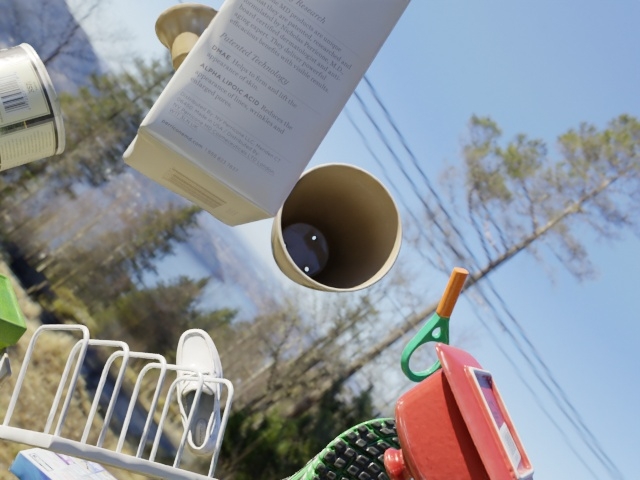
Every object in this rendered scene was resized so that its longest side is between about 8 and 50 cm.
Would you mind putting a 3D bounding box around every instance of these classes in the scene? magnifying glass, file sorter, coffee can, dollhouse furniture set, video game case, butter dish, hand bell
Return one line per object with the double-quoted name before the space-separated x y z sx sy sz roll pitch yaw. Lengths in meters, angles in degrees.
"magnifying glass" 0.211 0.155 1.614 0.092 0.231 0.026 9 23 -29
"file sorter" -0.294 0.249 1.328 0.277 0.173 0.193 28 -21 -36
"coffee can" -0.600 -0.201 1.508 0.201 0.275 0.202 41 -38 42
"dollhouse furniture set" -0.266 0.090 0.620 0.076 0.152 0.058 35 15 -44
"video game case" -0.595 0.610 2.209 0.269 0.061 0.244 35 3 15
"butter dish" 0.113 0.186 0.808 0.160 0.118 0.160 67 14 17
"hand bell" -0.210 -0.254 1.460 0.126 0.126 0.242 58 24 -58

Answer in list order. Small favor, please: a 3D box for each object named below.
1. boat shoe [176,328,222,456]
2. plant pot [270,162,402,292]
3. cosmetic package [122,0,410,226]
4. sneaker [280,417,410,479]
"boat shoe" -0.259 0.319 1.922 0.096 0.098 0.277 90 -9 -72
"plant pot" 0.000 0.000 1.855 0.256 0.256 0.274 53 -21 -2
"cosmetic package" -0.031 -0.213 0.931 0.156 0.385 0.217 33 -12 -13
"sneaker" -0.005 0.384 1.372 0.134 0.343 0.146 57 -11 -7
